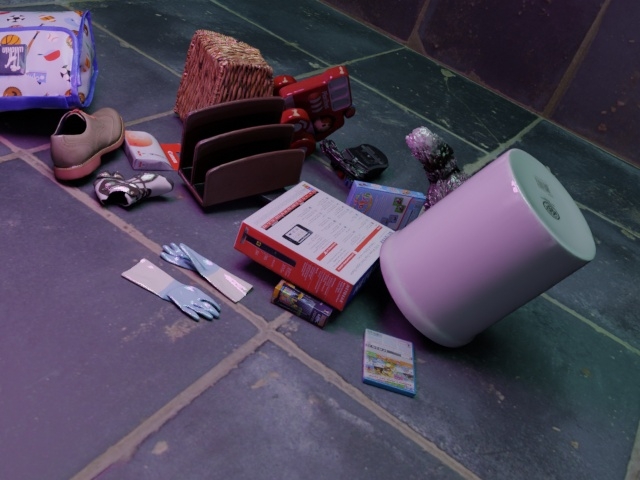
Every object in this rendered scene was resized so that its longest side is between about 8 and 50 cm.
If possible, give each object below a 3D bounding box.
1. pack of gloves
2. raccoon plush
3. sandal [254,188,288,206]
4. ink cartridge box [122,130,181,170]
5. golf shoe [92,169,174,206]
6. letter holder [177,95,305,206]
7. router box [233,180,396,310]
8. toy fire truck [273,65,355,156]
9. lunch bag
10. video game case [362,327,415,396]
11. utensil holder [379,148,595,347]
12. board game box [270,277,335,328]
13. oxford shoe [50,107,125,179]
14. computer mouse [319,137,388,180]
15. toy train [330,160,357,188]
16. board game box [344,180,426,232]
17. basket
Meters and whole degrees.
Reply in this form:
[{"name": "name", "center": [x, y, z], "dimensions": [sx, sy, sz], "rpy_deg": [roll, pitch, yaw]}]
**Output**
[{"name": "pack of gloves", "center": [-0.288, 0.077, 1.541], "dimensions": [0.232, 0.046, 0.195], "rpy_deg": [29, 32, 12]}, {"name": "raccoon plush", "center": [0.362, -0.066, 1.914], "dimensions": [0.446, 0.216, 0.299], "rpy_deg": [40, 25, -20]}, {"name": "sandal", "center": [-0.124, -0.110, 1.920], "dimensions": [0.254, 0.054, 0.097], "rpy_deg": [38, 42, 8]}, {"name": "ink cartridge box", "center": [-0.452, -0.250, 1.931], "dimensions": [0.179, 0.045, 0.145], "rpy_deg": [-5, 41, -32]}, {"name": "golf shoe", "center": [-0.459, -0.118, 1.717], "dimensions": [0.198, 0.077, 0.094], "rpy_deg": [-1, 53, -26]}, {"name": "letter holder", "center": [-0.198, -0.244, 1.817], "dimensions": [0.301, 0.215, 0.152], "rpy_deg": [-17, 52, -33]}, {"name": "router box", "center": [0.000, 0.000, 1.705], "dimensions": [0.301, 0.082, 0.335], "rpy_deg": [30, 30, 12]}, {"name": "toy fire truck", "center": [-0.016, -0.402, 2.152], "dimensions": [0.253, 0.302, 0.170], "rpy_deg": [-17, 63, 1]}, {"name": "lunch bag", "center": [-0.778, -0.463, 1.835], "dimensions": [0.327, 0.239, 0.386], "rpy_deg": [-3, 40, -7]}, {"name": "video game case", "center": [0.153, 0.270, 1.544], "dimensions": [0.119, 0.015, 0.166], "rpy_deg": [18, 32, -7]}, {"name": "utensil holder", "center": [0.387, 0.022, 1.615], "dimensions": [0.327, 0.385, 0.328], "rpy_deg": [31, 38, -28]}, {"name": "board game box", "center": [-0.020, 0.118, 1.636], "dimensions": [0.141, 0.048, 0.170], "rpy_deg": [26, 32, 8]}, {"name": "oxford shoe", "center": [-0.597, -0.288, 1.794], "dimensions": [0.122, 0.130, 0.348], "rpy_deg": [-3, 32, 4]}, {"name": "computer mouse", "center": [0.118, -0.250, 2.222], "dimensions": [0.188, 0.072, 0.272], "rpy_deg": [47, 31, 19]}, {"name": "toy train", "center": [0.073, -0.213, 2.202], "dimensions": [0.036, 0.027, 0.158], "rpy_deg": [-4, 40, -29]}, {"name": "board game box", "center": [0.167, -0.076, 1.929], "dimensions": [0.211, 0.160, 0.039], "rpy_deg": [8, 33, -21]}, {"name": "basket", "center": [-0.283, -0.453, 2.088], "dimensions": [0.213, 0.299, 0.223], "rpy_deg": [-5, 41, -36]}]
